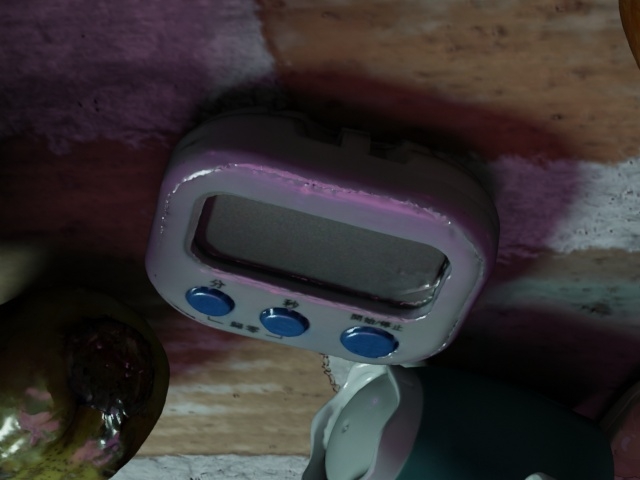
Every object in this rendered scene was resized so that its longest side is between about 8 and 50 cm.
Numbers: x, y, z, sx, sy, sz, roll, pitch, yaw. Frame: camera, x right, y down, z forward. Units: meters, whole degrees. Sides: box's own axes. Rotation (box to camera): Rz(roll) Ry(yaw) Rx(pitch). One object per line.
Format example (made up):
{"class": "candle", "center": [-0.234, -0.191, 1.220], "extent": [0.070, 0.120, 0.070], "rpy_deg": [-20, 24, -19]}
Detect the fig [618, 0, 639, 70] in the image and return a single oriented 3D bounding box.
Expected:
{"class": "fig", "center": [0.226, -0.131, 0.756], "extent": [0.205, 0.205, 0.205], "rpy_deg": [7, 143, 5]}

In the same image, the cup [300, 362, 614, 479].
{"class": "cup", "center": [0.085, 0.164, 1.174], "extent": [0.173, 0.167, 0.299], "rpy_deg": [28, 169, -22]}

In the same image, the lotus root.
{"class": "lotus root", "center": [-0.215, 0.121, 1.213], "extent": [0.154, 0.154, 0.278], "rpy_deg": [30, 140, -23]}

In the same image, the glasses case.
{"class": "glasses case", "center": [0.232, 0.159, 1.226], "extent": [0.081, 0.051, 0.204], "rpy_deg": [13, 143, -5]}

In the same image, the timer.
{"class": "timer", "center": [0.000, 0.000, 1.064], "extent": [0.208, 0.069, 0.191], "rpy_deg": [16, 144, -5]}
